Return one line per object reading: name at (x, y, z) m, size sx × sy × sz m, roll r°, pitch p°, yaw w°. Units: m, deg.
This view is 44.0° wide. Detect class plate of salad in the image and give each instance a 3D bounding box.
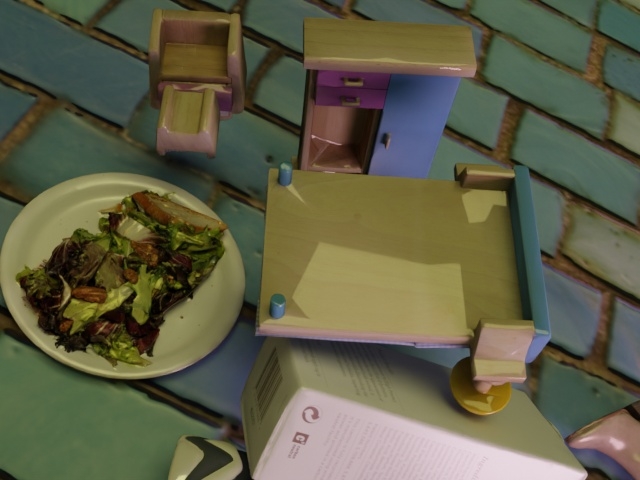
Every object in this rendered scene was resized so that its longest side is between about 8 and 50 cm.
plate of salad at (-0.156, 0.018, 0.651) m, size 0.200 × 0.048 × 0.199 m, roll 11°, pitch 54°, yaw -16°

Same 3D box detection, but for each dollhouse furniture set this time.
dollhouse furniture set at (0.000, 0.000, 0.638) m, size 0.287 × 0.198 × 0.303 m, roll 2°, pitch 58°, yaw -4°

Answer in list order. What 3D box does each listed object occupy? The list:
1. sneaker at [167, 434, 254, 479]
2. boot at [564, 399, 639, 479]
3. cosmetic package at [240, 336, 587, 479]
sneaker at (-0.041, 0.248, 0.508) m, size 0.153 × 0.094 × 0.235 m, roll 11°, pitch 43°, yaw -5°
boot at (0.284, 0.196, 0.716) m, size 0.118 × 0.042 × 0.087 m, roll -14°, pitch 65°, yaw -29°
cosmetic package at (0.064, 0.143, 0.591) m, size 0.231 × 0.085 × 0.117 m, roll 21°, pitch 15°, yaw -16°
